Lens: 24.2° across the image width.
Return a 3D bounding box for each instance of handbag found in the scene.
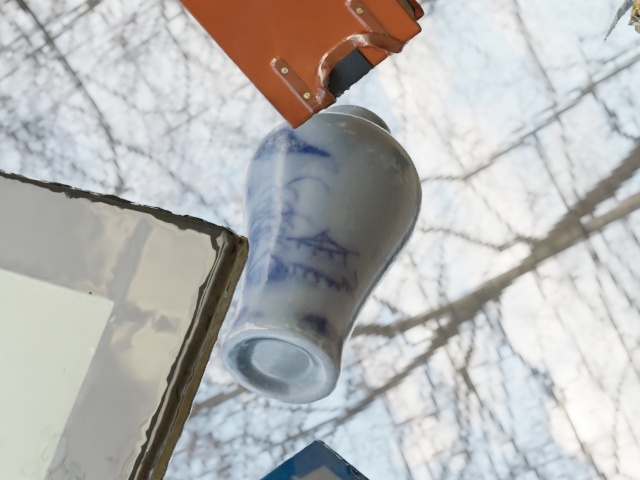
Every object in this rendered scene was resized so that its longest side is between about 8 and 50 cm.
[{"bbox_3d":[-0.029,-0.188,1.069,0.190,0.127,0.063,48,-159,-15],"label":"handbag"}]

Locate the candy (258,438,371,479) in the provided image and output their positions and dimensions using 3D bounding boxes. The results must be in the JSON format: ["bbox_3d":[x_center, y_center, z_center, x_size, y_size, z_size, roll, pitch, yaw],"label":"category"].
[{"bbox_3d":[-0.016,0.315,1.129,0.157,0.306,0.100,37,-141,21],"label":"candy"}]

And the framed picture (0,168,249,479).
[{"bbox_3d":[-0.193,0.126,0.487,0.016,0.265,0.347,45,-118,-59],"label":"framed picture"}]

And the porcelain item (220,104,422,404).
[{"bbox_3d":[0.000,0.000,1.139,0.141,0.141,0.259,46,-141,-28],"label":"porcelain item"}]

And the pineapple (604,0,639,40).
[{"bbox_3d":[0.341,-0.248,1.288,0.334,0.158,0.161,-39,-49,-82],"label":"pineapple"}]
